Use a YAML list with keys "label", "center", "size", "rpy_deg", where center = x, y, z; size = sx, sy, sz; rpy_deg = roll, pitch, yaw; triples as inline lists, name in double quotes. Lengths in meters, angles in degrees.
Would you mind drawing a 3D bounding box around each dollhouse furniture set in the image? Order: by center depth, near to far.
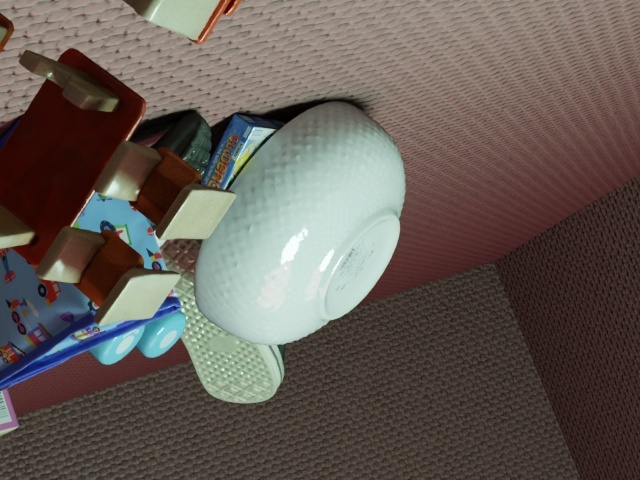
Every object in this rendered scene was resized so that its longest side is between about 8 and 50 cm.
- label: "dollhouse furniture set"
  center: [-0.167, -0.105, 0.941]
  size: [0.259, 0.262, 0.135]
  rpy_deg: [-55, 165, 10]

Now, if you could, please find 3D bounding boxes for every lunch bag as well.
- label: "lunch bag"
  center: [-0.324, 0.028, 1.367]
  size: [0.293, 0.221, 0.138]
  rpy_deg: [-27, 169, 32]

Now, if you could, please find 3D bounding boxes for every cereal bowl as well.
- label: "cereal bowl"
  center: [0.000, 0.000, 1.655]
  size: [0.339, 0.141, 0.339]
  rpy_deg: [-44, 156, -25]

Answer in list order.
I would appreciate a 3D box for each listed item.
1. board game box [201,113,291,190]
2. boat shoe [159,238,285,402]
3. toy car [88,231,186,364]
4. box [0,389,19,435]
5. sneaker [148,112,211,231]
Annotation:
- label: "board game box"
  center: [-0.075, -0.087, 1.615]
  size: [0.136, 0.035, 0.201]
  rpy_deg: [-61, 157, 16]
- label: "boat shoe"
  center: [-0.139, 0.054, 1.891]
  size: [0.186, 0.156, 0.500]
  rpy_deg: [1, 143, 8]
- label: "toy car"
  center: [-0.242, -0.008, 1.582]
  size: [0.238, 0.219, 0.210]
  rpy_deg: [-53, 162, 13]
- label: "box"
  center: [-0.593, 0.225, 1.928]
  size: [0.243, 0.214, 0.117]
  rpy_deg: [-28, 167, 38]
- label: "sneaker"
  center: [-0.240, -0.044, 1.446]
  size: [0.286, 0.130, 0.109]
  rpy_deg: [-48, 169, -3]
